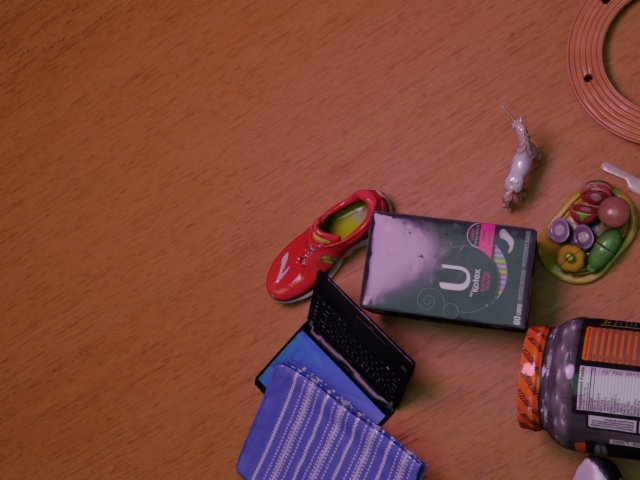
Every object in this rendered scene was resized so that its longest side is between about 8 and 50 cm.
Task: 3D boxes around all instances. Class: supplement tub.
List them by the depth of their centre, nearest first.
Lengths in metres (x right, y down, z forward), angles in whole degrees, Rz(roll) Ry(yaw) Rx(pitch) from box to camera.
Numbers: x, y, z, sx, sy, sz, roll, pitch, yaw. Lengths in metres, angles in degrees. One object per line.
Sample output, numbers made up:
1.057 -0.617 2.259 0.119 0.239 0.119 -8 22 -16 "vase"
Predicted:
0.478 0.226 1.450 0.337 0.207 0.207 5 83 21 "supplement tub"

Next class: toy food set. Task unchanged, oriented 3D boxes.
0.447 -0.031 1.575 0.128 0.071 0.218 39 95 21 "toy food set"

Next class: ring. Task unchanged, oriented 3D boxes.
0.581 -0.315 1.596 0.336 0.032 0.337 -4 79 20 "ring"

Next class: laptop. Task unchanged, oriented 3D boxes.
0.015 0.227 1.656 0.136 0.264 0.234 -35 67 -27 "laptop"

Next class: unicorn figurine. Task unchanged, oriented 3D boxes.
0.334 -0.133 1.612 0.060 0.111 0.162 3 82 21 "unicorn figurine"

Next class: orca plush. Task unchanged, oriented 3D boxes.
0.443 0.471 1.482 0.102 0.151 0.288 1 85 -16 "orca plush"

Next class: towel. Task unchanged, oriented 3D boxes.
0.003 0.380 1.616 0.336 0.040 0.243 32 106 35 "towel"

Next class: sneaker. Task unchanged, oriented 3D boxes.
0.000 0.000 1.709 0.279 0.118 0.107 -42 69 9 "sneaker"

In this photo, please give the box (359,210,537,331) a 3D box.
0.214 0.054 1.592 0.270 0.143 0.165 6 83 14 "box"
